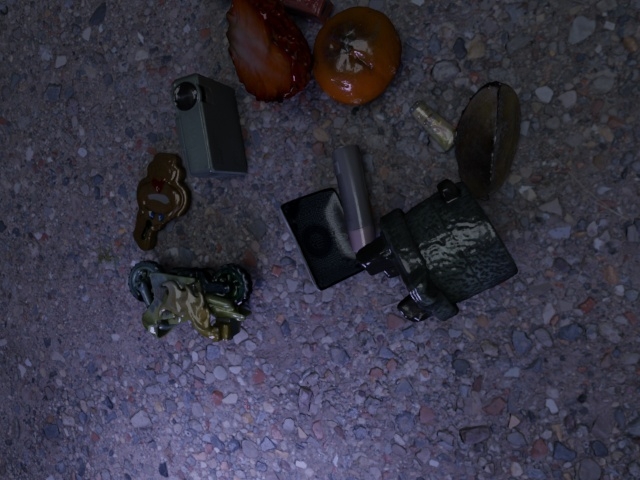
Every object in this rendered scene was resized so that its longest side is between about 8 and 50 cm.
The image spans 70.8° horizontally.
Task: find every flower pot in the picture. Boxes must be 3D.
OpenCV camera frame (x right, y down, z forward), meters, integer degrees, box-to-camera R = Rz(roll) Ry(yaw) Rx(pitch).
[{"bbox_3d":[0.252,0.038,1.006,0.282,0.299,0.299,-30,85,16],"label":"flower pot"}]

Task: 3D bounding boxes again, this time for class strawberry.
[{"bbox_3d":[-0.107,-0.474,1.112,0.336,0.149,0.265,49,149,36],"label":"strawberry"}]

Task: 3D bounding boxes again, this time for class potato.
[{"bbox_3d":[0.393,-0.237,1.053,0.120,0.100,0.261,30,126,54],"label":"potato"}]

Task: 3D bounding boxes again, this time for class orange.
[{"bbox_3d":[0.083,-0.441,1.084,0.224,0.170,0.224,2,95,21],"label":"orange"}]

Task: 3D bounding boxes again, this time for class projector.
[{"bbox_3d":[-0.303,-0.299,1.225,0.099,0.192,0.257,-8,93,20],"label":"projector"}]

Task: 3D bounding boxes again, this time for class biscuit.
[{"bbox_3d":[-0.501,-0.113,1.397,0.183,0.047,0.320,39,108,15],"label":"biscuit"}]

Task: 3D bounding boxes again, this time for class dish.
[{"bbox_3d":[0.000,0.000,1.190,0.080,0.181,0.243,-32,82,57],"label":"dish"}]

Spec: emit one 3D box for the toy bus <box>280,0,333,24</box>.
[{"bbox_3d":[-0.064,-0.620,1.167,0.192,0.077,0.065,25,101,15],"label":"toy bus"}]

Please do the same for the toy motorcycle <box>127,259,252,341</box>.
[{"bbox_3d":[-0.385,0.177,1.318,0.410,0.168,0.237,0,97,20],"label":"toy motorcycle"}]

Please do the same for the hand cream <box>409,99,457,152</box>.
[{"bbox_3d":[0.277,-0.284,1.104,0.143,0.039,0.061,44,105,6],"label":"hand cream"}]

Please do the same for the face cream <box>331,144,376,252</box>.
[{"bbox_3d":[0.088,-0.102,1.151,0.073,0.107,0.269,-11,86,1],"label":"face cream"}]
